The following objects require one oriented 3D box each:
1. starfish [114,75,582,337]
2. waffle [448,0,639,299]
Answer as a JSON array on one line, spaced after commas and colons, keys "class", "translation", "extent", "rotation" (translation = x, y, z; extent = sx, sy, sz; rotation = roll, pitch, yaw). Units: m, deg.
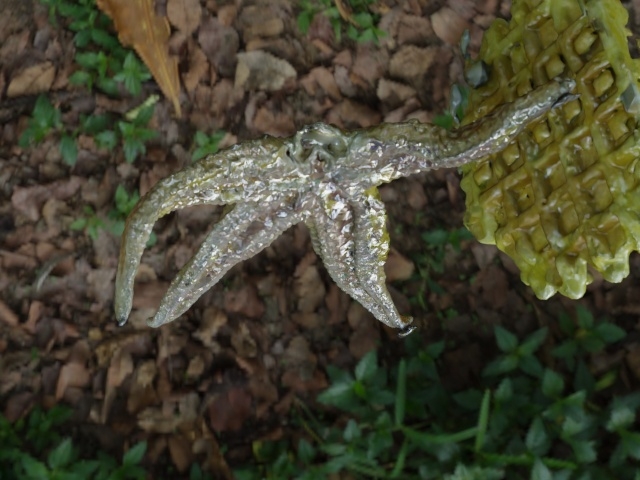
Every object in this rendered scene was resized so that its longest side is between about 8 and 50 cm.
[{"class": "starfish", "translation": [-0.006, -0.009, 1.009], "extent": [0.398, 0.132, 0.384], "rotation": [-12, 146, -17]}, {"class": "waffle", "translation": [0.212, -0.092, 0.972], "extent": [0.060, 0.262, 0.281], "rotation": [-2, 114, -36]}]
